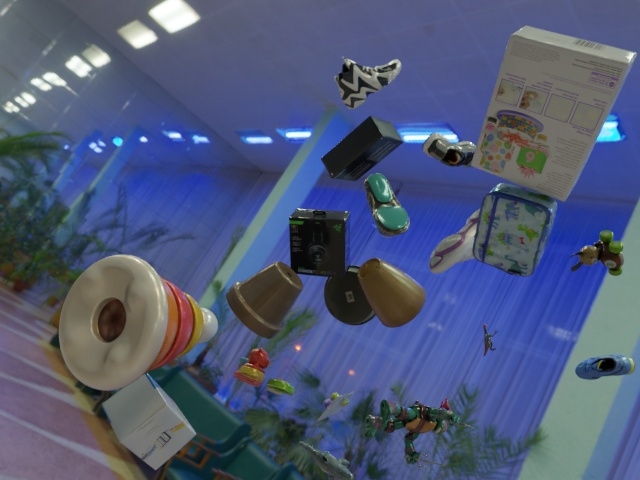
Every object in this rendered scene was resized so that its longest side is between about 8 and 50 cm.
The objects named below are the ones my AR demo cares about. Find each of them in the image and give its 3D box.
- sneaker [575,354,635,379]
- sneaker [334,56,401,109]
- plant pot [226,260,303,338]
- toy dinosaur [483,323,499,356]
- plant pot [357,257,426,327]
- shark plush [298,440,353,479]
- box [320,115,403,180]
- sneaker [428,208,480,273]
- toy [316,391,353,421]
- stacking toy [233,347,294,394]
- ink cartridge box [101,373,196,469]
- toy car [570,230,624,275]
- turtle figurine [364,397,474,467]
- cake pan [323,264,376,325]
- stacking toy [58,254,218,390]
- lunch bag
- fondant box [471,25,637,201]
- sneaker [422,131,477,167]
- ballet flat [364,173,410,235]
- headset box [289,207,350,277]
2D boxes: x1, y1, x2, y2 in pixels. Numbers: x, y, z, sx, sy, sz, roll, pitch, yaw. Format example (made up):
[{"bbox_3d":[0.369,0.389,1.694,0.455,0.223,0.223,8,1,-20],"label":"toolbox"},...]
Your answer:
[{"bbox_3d":[0.880,0.399,1.584,0.082,0.069,0.209,11,-23,-17],"label":"sneaker"},{"bbox_3d":[0.146,-0.564,1.656,0.153,0.235,0.094,52,4,-22],"label":"sneaker"},{"bbox_3d":[-0.191,0.210,1.927,0.263,0.229,0.263,44,11,-10],"label":"plant pot"},{"bbox_3d":[0.521,0.308,1.566,0.047,0.090,0.082,13,43,-56],"label":"toy dinosaur"},{"bbox_3d":[0.273,0.197,2.096,0.254,0.237,0.237,46,-18,-26],"label":"plant pot"},{"bbox_3d":[0.019,0.568,1.302,0.161,0.073,0.067,44,-18,17],"label":"shark plush"},{"bbox_3d":[0.159,-0.345,1.909,0.184,0.261,0.103,-8,65,-57],"label":"box"},{"bbox_3d":[0.487,0.025,1.616,0.152,0.305,0.114,56,-12,-18],"label":"sneaker"},{"bbox_3d":[0.057,0.714,2.196,0.056,0.137,0.237,40,6,27],"label":"toy"},{"bbox_3d":[-0.250,0.610,2.324,0.279,0.130,0.309,26,-25,-12],"label":"stacking toy"},{"bbox_3d":[-0.550,0.584,1.615,0.171,0.168,0.233,36,-25,40],"label":"ink cartridge box"},{"bbox_3d":[1.143,0.071,2.085,0.149,0.188,0.155,-95,166,-54],"label":"toy car"},{"bbox_3d":[0.230,0.440,1.175,0.234,0.175,0.118,18,20,-18],"label":"turtle figurine"},{"bbox_3d":[0.143,0.264,2.359,0.293,0.293,0.054,28,14,17],"label":"cake pan"},{"bbox_3d":[-0.468,0.254,1.473,0.350,0.351,0.480,25,-3,26],"label":"stacking toy"},{"bbox_3d":[0.483,-0.025,1.265,0.176,0.090,0.219,24,-50,29],"label":"lunch bag"},{"bbox_3d":[0.510,-0.283,1.133,0.238,0.096,0.330,27,-46,24],"label":"fondant box"},{"bbox_3d":[0.473,-0.290,1.729,0.271,0.100,0.108,4,38,-36],"label":"sneaker"},{"bbox_3d":[0.310,-0.128,2.365,0.483,0.164,0.182,-104,-170,-50],"label":"ballet flat"},{"bbox_3d":[0.000,0.000,2.149,0.246,0.283,0.131,5,22,12],"label":"headset box"}]
